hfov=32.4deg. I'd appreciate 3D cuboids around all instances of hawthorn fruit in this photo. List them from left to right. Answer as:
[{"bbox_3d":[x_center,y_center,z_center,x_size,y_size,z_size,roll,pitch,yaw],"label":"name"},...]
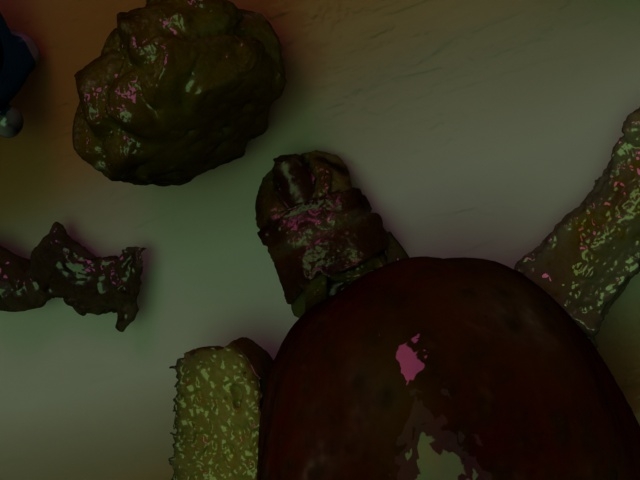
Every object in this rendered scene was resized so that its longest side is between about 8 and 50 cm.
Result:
[{"bbox_3d":[0.113,0.182,1.102,0.402,0.403,0.403,3,99,16],"label":"hawthorn fruit"}]

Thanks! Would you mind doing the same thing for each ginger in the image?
[{"bbox_3d":[-0.355,0.037,1.365,0.290,0.084,0.122,8,107,16],"label":"ginger"}]

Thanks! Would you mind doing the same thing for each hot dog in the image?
[{"bbox_3d":[0.000,0.000,1.246,0.146,0.103,0.213,-30,88,19],"label":"hot dog"}]

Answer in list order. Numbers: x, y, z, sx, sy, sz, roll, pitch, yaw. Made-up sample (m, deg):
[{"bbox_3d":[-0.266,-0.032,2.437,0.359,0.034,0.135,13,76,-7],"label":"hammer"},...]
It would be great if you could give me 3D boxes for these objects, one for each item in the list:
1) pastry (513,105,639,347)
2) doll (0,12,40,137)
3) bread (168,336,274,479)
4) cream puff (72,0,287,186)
[{"bbox_3d":[0.310,-0.022,1.159,0.121,0.089,0.258,33,105,5],"label":"pastry"},{"bbox_3d":[-0.521,-0.190,1.299,0.309,0.240,0.284,-10,124,23],"label":"doll"},{"bbox_3d":[-0.095,0.235,1.297,0.129,0.134,0.260,7,96,26],"label":"bread"},{"bbox_3d":[-0.156,-0.165,1.209,0.244,0.244,0.196,-14,82,18],"label":"cream puff"}]
